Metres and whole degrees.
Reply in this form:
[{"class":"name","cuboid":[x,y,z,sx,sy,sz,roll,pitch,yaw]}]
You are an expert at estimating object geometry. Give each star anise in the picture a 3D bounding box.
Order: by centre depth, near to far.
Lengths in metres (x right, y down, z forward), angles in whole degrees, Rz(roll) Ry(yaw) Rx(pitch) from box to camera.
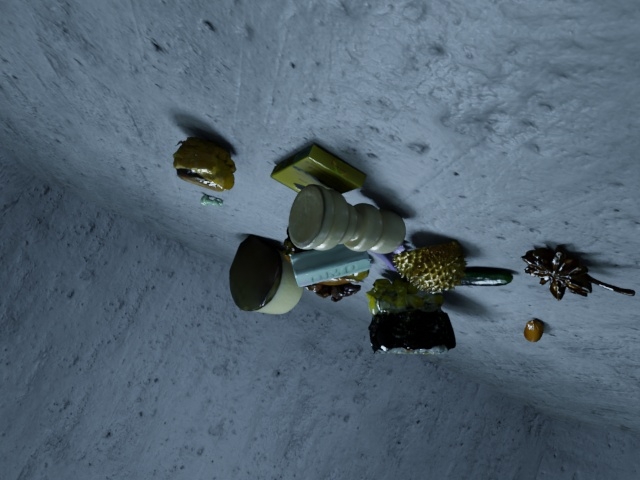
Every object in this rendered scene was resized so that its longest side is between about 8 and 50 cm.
[{"class":"star anise","cuboid":[0.572,0.088,1.276,0.234,0.073,0.177,37,163,21]},{"class":"star anise","cuboid":[0.050,0.220,2.417,0.272,0.103,0.272,1,-169,0]}]

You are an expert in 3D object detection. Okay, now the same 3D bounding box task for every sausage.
[{"class":"sausage","cuboid":[0.729,0.311,1.912,0.062,0.054,0.183,-8,155,11]}]

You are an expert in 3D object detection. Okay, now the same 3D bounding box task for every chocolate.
[{"class":"chocolate","cuboid":[-0.219,0.170,2.544,0.297,0.326,0.314,9,-166,-45]}]

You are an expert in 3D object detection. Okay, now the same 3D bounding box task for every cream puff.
[{"class":"cream puff","cuboid":[-0.323,-0.215,1.564,0.189,0.129,0.189,18,173,2]}]

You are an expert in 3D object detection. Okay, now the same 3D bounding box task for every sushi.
[{"class":"sushi","cuboid":[0.328,0.279,2.067,0.328,0.285,0.328,0,167,8]}]

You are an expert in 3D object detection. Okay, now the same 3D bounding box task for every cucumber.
[{"class":"cucumber","cuboid":[0.447,0.108,1.636,0.056,0.056,0.284,30,162,-23]}]

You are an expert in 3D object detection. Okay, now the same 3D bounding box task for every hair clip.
[{"class":"hair clip","cuboid":[0.185,0.017,1.690,0.137,0.090,0.278,-4,159,37]}]

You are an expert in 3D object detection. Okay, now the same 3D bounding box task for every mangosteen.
[{"class":"mangosteen","cuboid":[-0.066,-0.003,1.873,0.137,0.151,0.137,43,172,8]}]

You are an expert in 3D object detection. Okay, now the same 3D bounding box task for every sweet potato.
[{"class":"sweet potato","cuboid":[-0.001,0.129,2.349,0.359,0.112,0.112,15,164,22]}]

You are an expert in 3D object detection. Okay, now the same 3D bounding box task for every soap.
[{"class":"soap","cuboid":[0.036,0.075,1.860,0.261,0.094,0.150,-13,166,-2]}]

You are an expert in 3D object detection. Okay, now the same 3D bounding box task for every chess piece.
[{"class":"chess piece","cuboid":[0.084,-0.034,1.423,0.299,0.167,0.167,12,175,-32]},{"class":"chess piece","cuboid":[-0.414,-0.148,2.156,0.093,0.042,0.042,12,162,26]}]

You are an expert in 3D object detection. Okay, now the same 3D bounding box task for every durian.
[{"class":"durian","cuboid":[0.308,0.084,1.589,0.183,0.138,0.249,-13,178,-10]}]

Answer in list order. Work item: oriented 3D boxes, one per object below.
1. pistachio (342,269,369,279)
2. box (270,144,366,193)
[{"class":"pistachio","cuboid":[0.126,0.100,2.038,0.110,0.100,0.189,26,165,7]},{"class":"box","cuboid":[-0.014,-0.162,1.421,0.153,0.041,0.279,27,166,-20]}]
